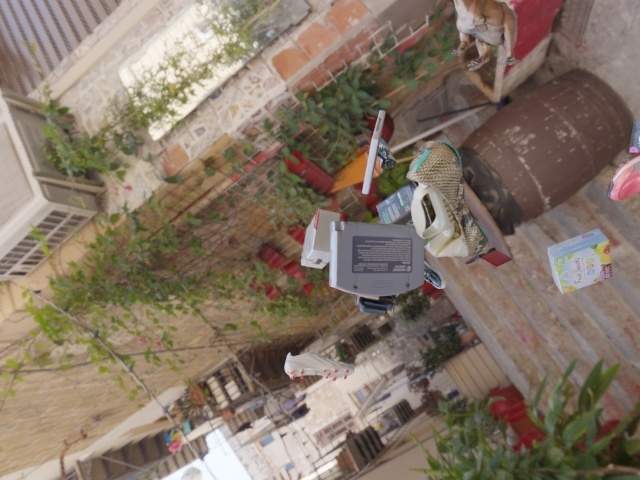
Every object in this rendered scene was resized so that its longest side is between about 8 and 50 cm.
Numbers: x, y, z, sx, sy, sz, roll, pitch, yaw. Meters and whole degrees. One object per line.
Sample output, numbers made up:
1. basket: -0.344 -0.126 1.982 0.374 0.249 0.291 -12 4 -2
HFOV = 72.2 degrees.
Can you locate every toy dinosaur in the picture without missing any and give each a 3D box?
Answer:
1. toy dinosaur: 0.401 -0.534 1.044 0.296 0.200 0.127 22 167 -32

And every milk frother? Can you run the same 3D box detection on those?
1. milk frother: 0.192 0.169 1.486 0.129 0.135 0.143 -41 -41 -73

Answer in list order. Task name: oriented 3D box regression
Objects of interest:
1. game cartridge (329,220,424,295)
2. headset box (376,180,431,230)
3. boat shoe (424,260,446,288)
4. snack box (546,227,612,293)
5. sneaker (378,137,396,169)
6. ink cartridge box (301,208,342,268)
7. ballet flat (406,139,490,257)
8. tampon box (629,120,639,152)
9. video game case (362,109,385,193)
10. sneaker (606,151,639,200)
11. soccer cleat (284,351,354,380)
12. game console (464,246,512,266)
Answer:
1. game cartridge: 0.156 0.051 1.194 0.297 0.198 0.062 2 -178 -29
2. headset box: 0.402 -0.113 1.757 0.246 0.283 0.131 25 -141 -40
3. boat shoe: 0.323 0.103 1.322 0.142 0.040 0.049 -132 41 -56
4. snack box: 0.891 0.076 1.507 0.207 0.175 0.070 56 -161 -37
5. sneaker: 0.249 -0.333 1.676 0.162 0.063 0.073 53 -152 -59
6. ink cartridge box: 0.000 0.000 2.030 0.273 0.114 0.197 129 151 -68
7. ballet flat: 0.343 -0.063 1.235 0.164 0.182 0.483 32 166 44
8. tampon box: 1.077 -0.319 1.359 0.120 0.161 0.101 -152 63 -71
9. video game case: 0.170 -0.279 1.387 0.183 0.023 0.201 -72 -8 -45
10. sneaker: 0.975 -0.198 1.226 0.116 0.314 0.136 39 -155 -41
11. soccer cleat: -0.002 0.348 1.235 0.076 0.196 0.068 -93 8 -45
12. game console: 0.694 0.086 1.819 0.144 0.124 0.085 -13 -112 -41
